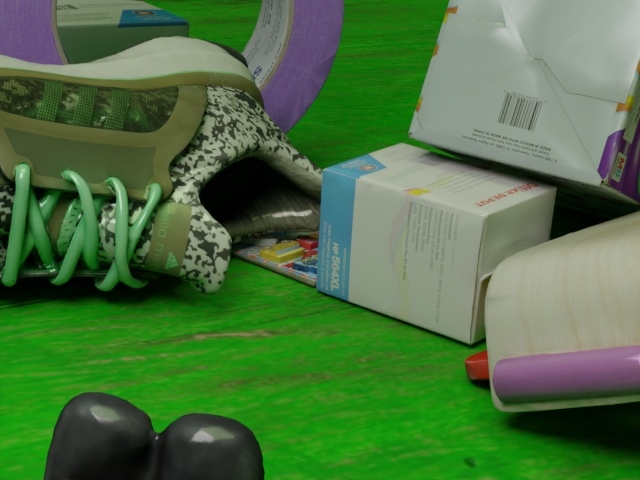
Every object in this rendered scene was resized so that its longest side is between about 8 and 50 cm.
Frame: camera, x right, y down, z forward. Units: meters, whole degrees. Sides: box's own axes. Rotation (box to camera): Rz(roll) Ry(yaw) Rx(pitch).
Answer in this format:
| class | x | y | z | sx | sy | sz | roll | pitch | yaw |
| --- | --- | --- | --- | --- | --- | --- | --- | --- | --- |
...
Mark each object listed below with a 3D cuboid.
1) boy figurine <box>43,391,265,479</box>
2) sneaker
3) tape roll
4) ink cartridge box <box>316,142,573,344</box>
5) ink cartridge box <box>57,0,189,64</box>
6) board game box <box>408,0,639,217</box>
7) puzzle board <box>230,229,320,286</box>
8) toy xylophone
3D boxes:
| class | x | y | z | sx | sy | sz | roll | pitch | yaw |
| --- | --- | --- | --- | --- | --- | --- | --- | --- | --- |
| boy figurine | -0.107 | 0.149 | 0.489 | 0.177 | 0.092 | 0.285 | 11 | 18 | 10 |
| sneaker | -0.142 | -0.028 | 0.902 | 0.182 | 0.158 | 0.410 | 33 | 36 | 30 |
| tape roll | -0.124 | -0.190 | 1.128 | 0.275 | 0.274 | 0.090 | -1 | 21 | -16 |
| ink cartridge box | 0.082 | 0.002 | 0.924 | 0.143 | 0.089 | 0.092 | 19 | 25 | 34 |
| ink cartridge box | -0.243 | -0.195 | 1.385 | 0.148 | 0.085 | 0.203 | -9 | 24 | -34 |
| board game box | 0.201 | -0.099 | 1.017 | 0.144 | 0.142 | 0.275 | 18 | 1 | 29 |
| puzzle board | 0.000 | 0.000 | 1.025 | 0.096 | 0.011 | 0.128 | 20 | 25 | 35 |
| toy xylophone | 0.240 | 0.018 | 0.827 | 0.323 | 0.081 | 0.236 | -15 | 2 | -40 |
